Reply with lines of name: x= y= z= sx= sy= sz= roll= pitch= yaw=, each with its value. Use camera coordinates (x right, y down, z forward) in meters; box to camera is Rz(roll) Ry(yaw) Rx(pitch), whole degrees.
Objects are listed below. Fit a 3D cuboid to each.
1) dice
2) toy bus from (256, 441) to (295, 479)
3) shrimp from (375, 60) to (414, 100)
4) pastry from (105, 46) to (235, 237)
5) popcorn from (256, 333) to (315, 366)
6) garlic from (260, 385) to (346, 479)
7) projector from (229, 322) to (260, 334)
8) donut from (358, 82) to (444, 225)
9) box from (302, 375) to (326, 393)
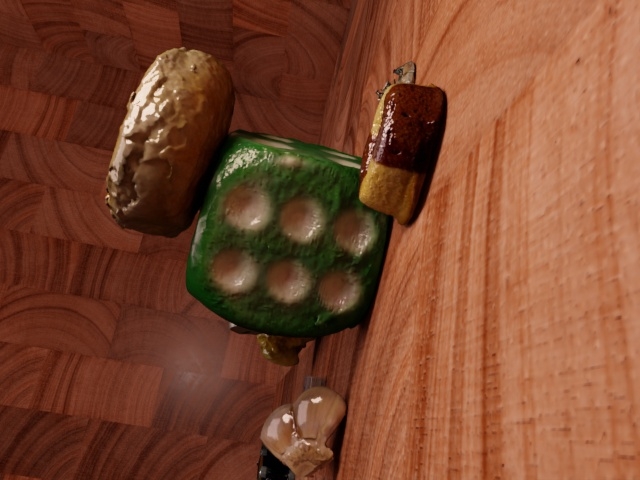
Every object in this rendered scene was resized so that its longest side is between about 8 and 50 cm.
dice: x=-0.052 y=-0.021 z=0.891 sx=0.300 sy=0.298 sz=0.286 roll=-96 pitch=21 yaw=-74
toy bus: x=-0.126 y=0.647 z=1.425 sx=0.201 sy=0.098 sz=0.114 roll=-110 pitch=32 yaw=-78
shrimp: x=0.132 y=-0.259 z=0.878 sx=0.161 sy=0.034 sz=0.091 roll=-115 pitch=48 yaw=-71
pastry: x=-0.232 y=-0.146 z=0.827 sx=0.330 sy=0.137 sz=0.329 roll=-161 pitch=90 yaw=-82
popcorn: x=-0.075 y=0.187 z=1.426 sx=0.225 sy=0.174 sz=0.285 roll=117 pitch=166 yaw=-56
garlic: x=-0.021 y=0.320 z=0.874 sx=0.174 sy=0.124 sz=0.099 roll=-46 pitch=-16 yaw=14
projector: x=-0.107 y=0.113 z=1.279 sx=0.108 sy=0.251 sz=0.198 roll=46 pitch=-146 yaw=-58
donut: x=0.100 y=-0.117 z=0.675 sx=0.166 sy=0.074 sz=0.183 roll=-82 pitch=6 yaw=-59
box: x=-0.015 y=0.336 z=1.174 sx=0.117 sy=0.036 sz=0.050 roll=124 pitch=157 yaw=-75
